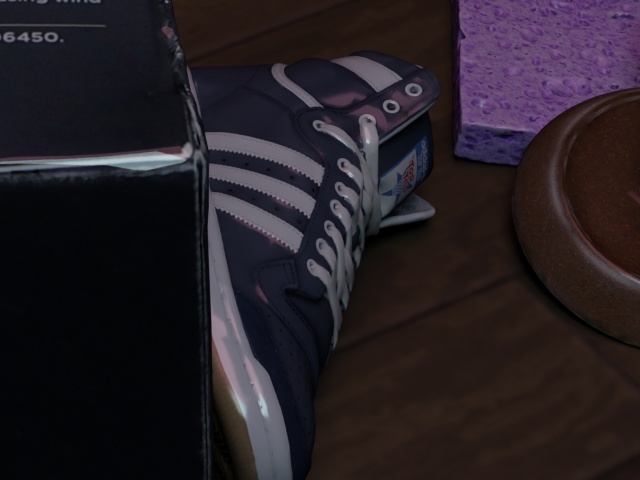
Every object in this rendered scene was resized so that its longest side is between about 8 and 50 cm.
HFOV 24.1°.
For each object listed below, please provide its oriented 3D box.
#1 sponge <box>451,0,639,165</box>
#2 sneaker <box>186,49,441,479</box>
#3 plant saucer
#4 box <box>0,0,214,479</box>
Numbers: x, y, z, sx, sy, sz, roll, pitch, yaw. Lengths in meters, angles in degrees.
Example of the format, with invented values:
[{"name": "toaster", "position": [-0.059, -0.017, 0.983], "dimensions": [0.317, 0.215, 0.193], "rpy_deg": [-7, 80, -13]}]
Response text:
[{"name": "sponge", "position": [0.139, -0.121, 0.906], "dimensions": [0.117, 0.031, 0.210], "rpy_deg": [5, 44, 0]}, {"name": "sneaker", "position": [0.000, 0.000, 0.720], "dimensions": [0.153, 0.099, 0.282], "rpy_deg": [-7, 42, -10]}, {"name": "plant saucer", "position": [0.185, -0.020, 0.781], "dimensions": [0.168, 0.029, 0.168], "rpy_deg": [2, 57, -2]}, {"name": "box", "position": [-0.141, 0.003, 0.530], "dimensions": [0.179, 0.343, 0.312], "rpy_deg": [-5, 44, -8]}]
